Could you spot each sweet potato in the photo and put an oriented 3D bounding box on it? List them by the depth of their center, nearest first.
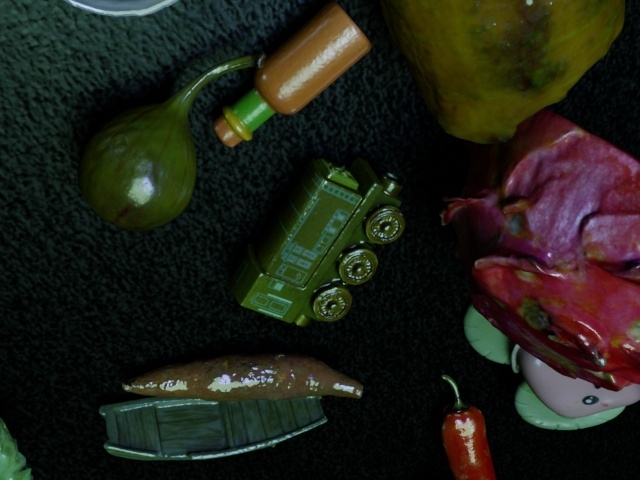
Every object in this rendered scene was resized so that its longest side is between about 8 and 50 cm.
[{"bbox_3d":[-0.096,0.173,1.140,0.315,0.066,0.072,4,113,-21],"label":"sweet potato"}]

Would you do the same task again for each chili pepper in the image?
[{"bbox_3d":[0.224,0.319,1.334,0.071,0.063,0.272,-17,108,5],"label":"chili pepper"}]

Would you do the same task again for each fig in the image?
[{"bbox_3d":[-0.148,-0.113,0.900,0.236,0.124,0.124,-49,126,6],"label":"fig"}]

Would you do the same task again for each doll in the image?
[{"bbox_3d":[0.363,0.138,1.246,0.268,0.216,0.284,-24,114,25],"label":"doll"}]

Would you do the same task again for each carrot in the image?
[{"bbox_3d":[0.156,-0.287,0.826,0.242,0.241,0.340,-26,130,-4],"label":"carrot"}]

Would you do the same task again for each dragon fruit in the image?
[{"bbox_3d":[0.292,0.018,0.994,0.386,0.371,0.249,34,96,-16],"label":"dragon fruit"}]

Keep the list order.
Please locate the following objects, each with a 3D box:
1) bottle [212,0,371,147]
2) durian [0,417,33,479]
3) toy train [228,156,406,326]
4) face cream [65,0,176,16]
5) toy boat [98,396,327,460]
[{"bbox_3d":[-0.036,-0.169,0.936,0.187,0.069,0.069,-38,127,9],"label":"bottle"},{"bbox_3d":[-0.469,0.264,0.984,0.256,0.204,0.339,-27,120,-21],"label":"durian"},{"bbox_3d":[0.000,0.000,1.048,0.137,0.090,0.225,22,111,-28],"label":"toy train"},{"bbox_3d":[-0.174,-0.291,0.720,0.175,0.195,0.175,-11,126,-16],"label":"face cream"},{"bbox_3d":[-0.137,0.241,1.153,0.293,0.093,0.055,-1,140,-20],"label":"toy boat"}]
